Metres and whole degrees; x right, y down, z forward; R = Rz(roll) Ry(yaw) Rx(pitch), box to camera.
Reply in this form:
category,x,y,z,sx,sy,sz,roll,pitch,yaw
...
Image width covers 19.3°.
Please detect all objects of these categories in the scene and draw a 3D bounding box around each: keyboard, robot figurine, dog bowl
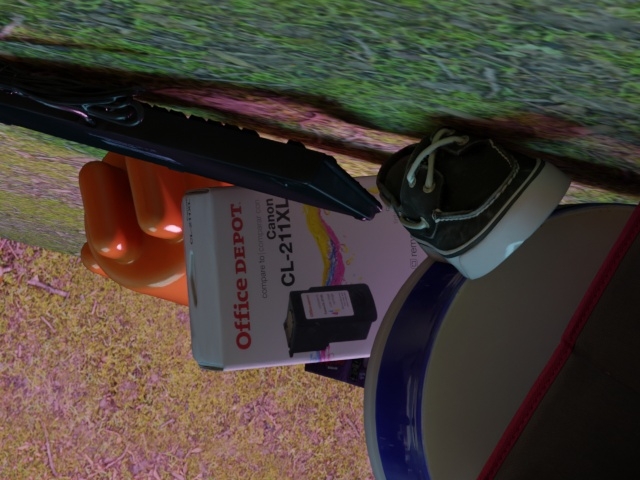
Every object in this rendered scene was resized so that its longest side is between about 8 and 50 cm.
category,x,y,z,sx,sy,sz,roll,pitch,yaw
keyboard,-0.130,-0.079,1.191,0.317,0.033,0.201,15,175,26
robot figurine,-0.090,-0.013,1.418,0.128,0.158,0.219,35,-173,30
dog bowl,0.166,0.108,1.193,0.264,0.265,0.104,13,174,-16

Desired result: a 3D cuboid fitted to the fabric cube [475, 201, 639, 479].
category,x,y,z,sx,sy,sz,roll,pitch,yaw
fabric cube,0.283,0.141,1.015,0.258,0.259,0.254,34,175,-29

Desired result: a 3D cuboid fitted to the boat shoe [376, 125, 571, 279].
category,x,y,z,sx,sy,sz,roll,pitch,yaw
boat shoe,0.079,-0.027,1.114,0.070,0.078,0.219,43,170,-9

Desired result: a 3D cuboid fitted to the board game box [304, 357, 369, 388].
category,x,y,z,sx,sy,sz,roll,pitch,yaw
board game box,0.139,0.152,2.091,0.208,0.056,0.347,11,178,-22

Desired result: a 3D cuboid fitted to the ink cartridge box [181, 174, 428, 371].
category,x,y,z,sx,sy,sz,roll,pitch,yaw
ink cartridge box,0.000,0.021,1.309,0.175,0.128,0.072,-5,-179,-19
